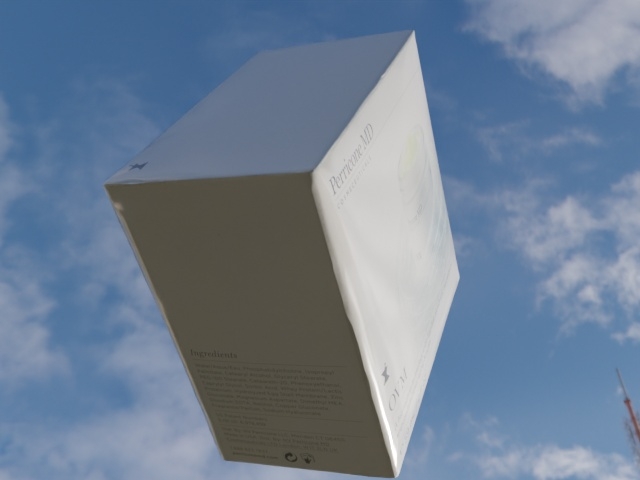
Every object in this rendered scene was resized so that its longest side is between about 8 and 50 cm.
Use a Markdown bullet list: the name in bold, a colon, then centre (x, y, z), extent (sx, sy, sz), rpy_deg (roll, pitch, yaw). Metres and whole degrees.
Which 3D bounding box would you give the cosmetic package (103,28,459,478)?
- **cosmetic package**: centre (0.000, 0.000, 0.505), extent (0.138, 0.224, 0.224), rpy_deg (-3, -58, 24)
